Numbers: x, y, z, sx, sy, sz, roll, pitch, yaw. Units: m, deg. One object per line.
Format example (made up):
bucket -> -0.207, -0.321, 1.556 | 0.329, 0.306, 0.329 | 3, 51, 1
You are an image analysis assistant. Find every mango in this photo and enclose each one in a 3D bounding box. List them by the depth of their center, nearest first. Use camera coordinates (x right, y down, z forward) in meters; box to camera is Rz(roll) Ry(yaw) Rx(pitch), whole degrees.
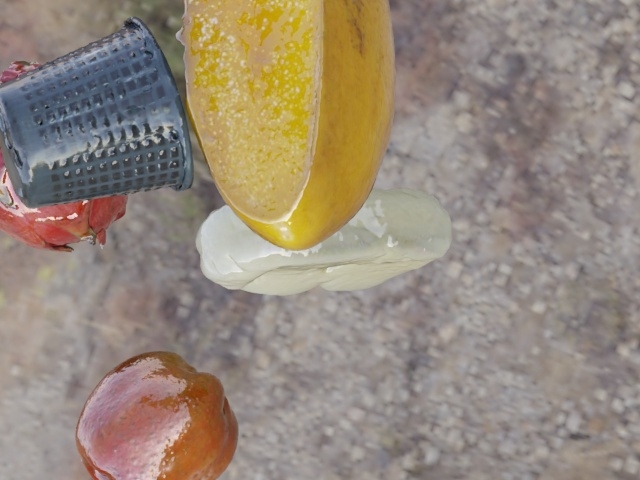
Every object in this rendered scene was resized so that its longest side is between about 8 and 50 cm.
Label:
mango -> -0.022, -0.143, 1.348 | 0.201, 0.199, 0.350 | -44, 43, 44

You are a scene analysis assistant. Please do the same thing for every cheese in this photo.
cheese -> 0.000, -0.002, 1.777 | 0.159, 0.263, 0.093 | 140, 123, -59

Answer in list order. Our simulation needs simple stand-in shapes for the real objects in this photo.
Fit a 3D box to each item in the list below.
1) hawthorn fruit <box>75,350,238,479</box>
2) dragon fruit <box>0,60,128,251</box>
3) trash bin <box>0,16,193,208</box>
hawthorn fruit -> -0.188, 0.217, 1.887 | 0.189, 0.189, 0.189 | -20, 60, 40
dragon fruit -> -0.356, -0.111, 2.144 | 0.252, 0.241, 0.241 | 87, 159, -44
trash bin -> -0.224, -0.110, 1.571 | 0.175, 0.161, 0.175 | 163, 90, -72
